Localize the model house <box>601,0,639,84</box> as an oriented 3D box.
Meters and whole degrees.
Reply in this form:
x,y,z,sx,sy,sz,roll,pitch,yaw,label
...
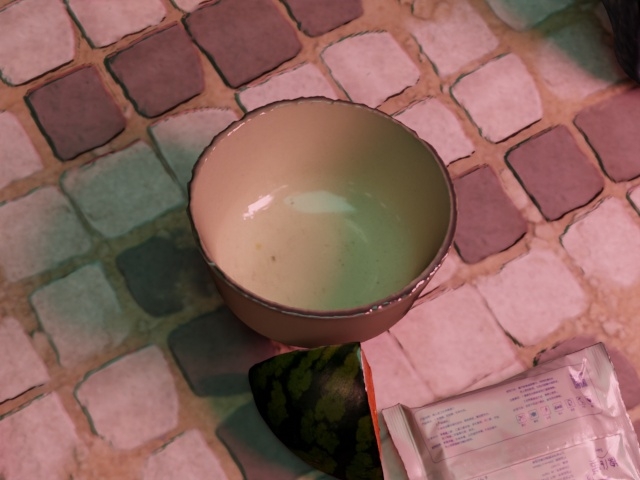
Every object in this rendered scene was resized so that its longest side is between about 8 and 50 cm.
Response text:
x,y,z,sx,sy,sz,roll,pitch,yaw,label
0.321,-0.312,1.351,0.253,0.184,0.291,-25,58,-9,model house

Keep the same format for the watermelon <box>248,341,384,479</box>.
x,y,z,sx,sy,sz,roll,pitch,yaw,label
0.017,0.132,1.172,0.135,0.125,0.094,61,38,-10,watermelon

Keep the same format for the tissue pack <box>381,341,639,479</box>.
x,y,z,sx,sy,sz,roll,pitch,yaw,label
0.158,0.162,1.185,0.193,0.026,0.122,-15,69,-12,tissue pack

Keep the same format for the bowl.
x,y,z,sx,sy,sz,roll,pitch,yaw,label
0.000,0.000,1.183,0.212,0.112,0.211,1,55,-2,bowl
